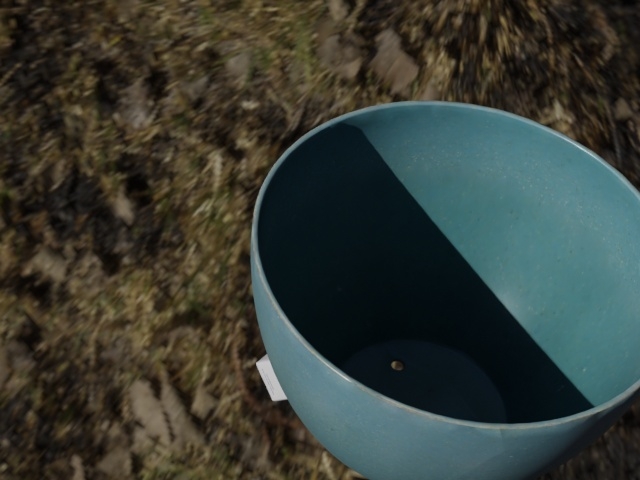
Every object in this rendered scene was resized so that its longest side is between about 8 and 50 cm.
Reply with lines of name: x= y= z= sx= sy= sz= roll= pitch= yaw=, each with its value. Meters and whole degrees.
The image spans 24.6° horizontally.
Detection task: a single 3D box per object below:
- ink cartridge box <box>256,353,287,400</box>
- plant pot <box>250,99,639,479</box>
ink cartridge box: x=0.008 y=0.139 z=1.752 sx=0.135 sy=0.099 sz=0.056 roll=-14 pitch=106 yaw=39
plant pot: x=0.085 y=0.069 z=1.042 sx=0.290 sy=0.290 sz=0.195 roll=15 pitch=137 yaw=3
